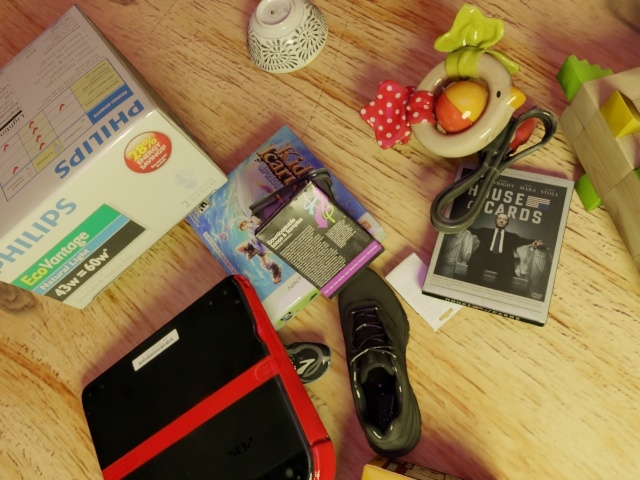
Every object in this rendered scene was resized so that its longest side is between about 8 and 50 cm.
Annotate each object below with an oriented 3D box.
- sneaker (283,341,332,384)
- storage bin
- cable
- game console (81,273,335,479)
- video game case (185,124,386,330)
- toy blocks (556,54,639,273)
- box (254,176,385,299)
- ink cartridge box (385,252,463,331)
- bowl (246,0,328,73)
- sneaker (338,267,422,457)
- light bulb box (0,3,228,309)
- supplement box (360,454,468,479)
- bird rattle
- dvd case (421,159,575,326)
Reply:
[{"bbox_3d":[-0.075,0.191,0.823,0.188,0.078,0.067,-3,73,13],"label":"sneaker"},{"bbox_3d":[-0.028,-0.039,0.812,0.135,0.098,0.091,-28,79,4],"label":"storage bin"},{"bbox_3d":[0.271,-0.120,0.823,0.140,0.072,0.287,22,75,12],"label":"cable"},{"bbox_3d":[-0.189,0.289,0.796,0.387,0.060,0.341,-37,64,17],"label":"game console"},{"bbox_3d":[-0.067,-0.028,0.897,0.244,0.061,0.269,-41,68,-1],"label":"video game case"},{"bbox_3d":[0.530,-0.111,0.725,0.261,0.190,0.381,-16,70,-2],"label":"toy blocks"},{"bbox_3d":[0.000,0.000,0.772,0.116,0.162,0.029,-43,25,11],"label":"box"},{"bbox_3d":[0.163,0.082,0.822,0.063,0.029,0.115,-41,69,-1],"label":"ink cartridge box"},{"bbox_3d":[-0.076,-0.416,1.006,0.170,0.080,0.170,-4,74,14],"label":"bowl"},{"bbox_3d":[0.082,0.158,0.759,0.109,0.130,0.286,-17,61,8],"label":"sneaker"},{"bbox_3d":[-0.421,-0.144,0.907,0.358,0.225,0.361,-41,59,0],"label":"light bulb box"},{"bbox_3d":[0.136,0.407,0.677,0.192,0.129,0.194,11,77,17],"label":"supplement box"},{"bbox_3d":[0.193,-0.220,0.809,0.254,0.143,0.206,-39,54,15],"label":"bird rattle"},{"bbox_3d":[0.274,-0.005,0.803,0.180,0.029,0.238,14,70,17],"label":"dvd case"}]
